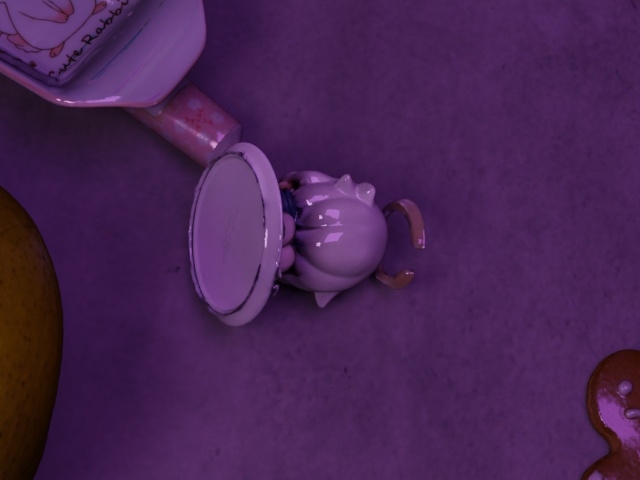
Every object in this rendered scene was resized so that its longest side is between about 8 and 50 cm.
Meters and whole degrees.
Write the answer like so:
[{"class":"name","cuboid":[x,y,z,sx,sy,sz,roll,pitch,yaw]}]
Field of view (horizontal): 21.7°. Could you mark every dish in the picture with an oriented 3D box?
[{"class":"dish","cuboid":[-0.194,-0.166,1.191,0.234,0.064,0.154,31,64,14]}]

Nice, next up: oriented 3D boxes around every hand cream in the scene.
[{"class":"hand cream","cuboid":[-0.133,-0.120,1.226,0.210,0.043,0.067,38,66,8]}]

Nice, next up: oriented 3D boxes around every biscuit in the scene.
[{"class":"biscuit","cuboid":[0.257,0.175,1.225,0.138,0.031,0.205,-14,72,-20]}]

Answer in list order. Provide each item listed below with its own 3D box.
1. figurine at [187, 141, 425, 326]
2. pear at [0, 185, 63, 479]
[{"class":"figurine","cuboid":[0.000,0.000,1.182,0.154,0.132,0.132,3,67,-30]},{"class":"pear","cuboid":[-0.288,0.063,0.979,0.294,0.294,0.294,6,67,-14]}]
